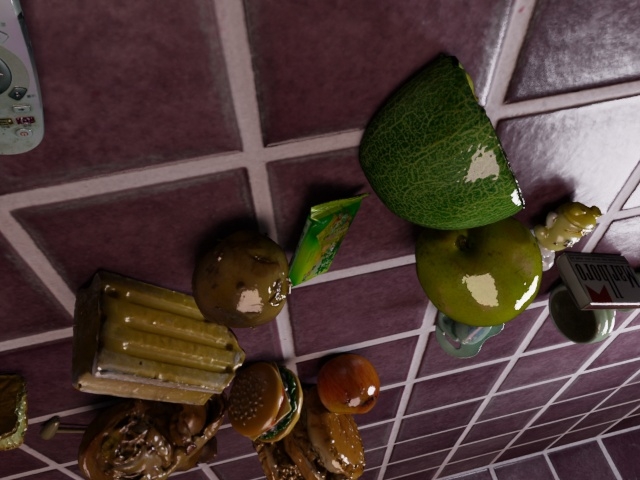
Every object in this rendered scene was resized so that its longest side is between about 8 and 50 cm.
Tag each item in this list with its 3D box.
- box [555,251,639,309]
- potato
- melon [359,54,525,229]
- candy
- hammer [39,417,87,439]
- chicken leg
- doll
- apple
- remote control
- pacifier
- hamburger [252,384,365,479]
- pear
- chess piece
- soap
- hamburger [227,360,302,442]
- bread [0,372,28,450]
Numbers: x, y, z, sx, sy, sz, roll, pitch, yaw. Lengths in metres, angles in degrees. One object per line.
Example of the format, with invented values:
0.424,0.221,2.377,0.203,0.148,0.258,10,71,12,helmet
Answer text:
0.559,0.082,1.057,0.177,0.115,0.036,3,146,-24,box
-0.114,0.064,0.757,0.137,0.137,0.176,-1,144,-20,potato
0.151,-0.073,0.677,0.169,0.129,0.265,-25,145,18,melon
0.001,0.001,0.766,0.102,0.032,0.178,-26,154,-39,candy
-0.500,0.408,1.166,0.060,0.028,0.195,-43,141,23,hammer
-0.303,0.428,1.168,0.295,0.182,0.409,-37,147,0,chicken leg
0.404,-0.005,0.923,0.106,0.062,0.162,8,139,-24,doll
0.063,0.322,1.177,0.146,0.146,0.146,-11,145,-8,apple
-0.292,-0.164,0.444,0.097,0.045,0.256,-1,145,-19,remote control
0.296,0.163,1.099,0.150,0.126,0.116,-50,180,2,pacifier
-0.014,0.485,1.258,0.211,0.261,0.245,-33,134,17,hamburger
0.239,0.036,0.819,0.187,0.187,0.219,-29,133,18,pear
0.642,0.124,1.159,0.271,0.139,0.139,-14,146,-21,chess piece
-0.231,0.157,0.804,0.080,0.160,0.257,-35,140,28,soap
-0.114,0.328,1.098,0.162,0.162,0.115,-33,136,23,hamburger
-0.560,0.290,0.884,0.140,0.128,0.069,-2,138,-20,bread
